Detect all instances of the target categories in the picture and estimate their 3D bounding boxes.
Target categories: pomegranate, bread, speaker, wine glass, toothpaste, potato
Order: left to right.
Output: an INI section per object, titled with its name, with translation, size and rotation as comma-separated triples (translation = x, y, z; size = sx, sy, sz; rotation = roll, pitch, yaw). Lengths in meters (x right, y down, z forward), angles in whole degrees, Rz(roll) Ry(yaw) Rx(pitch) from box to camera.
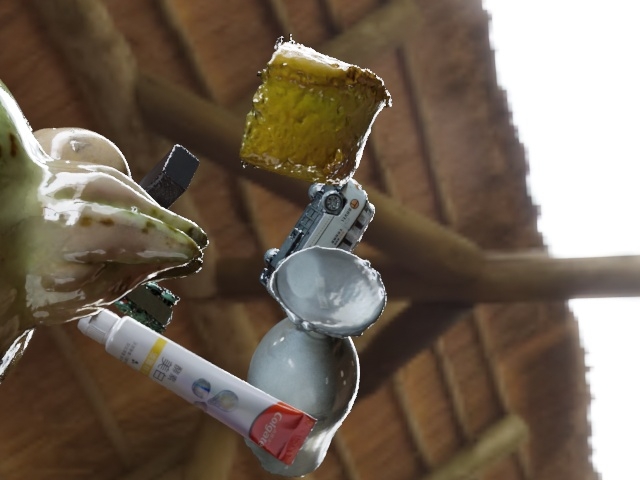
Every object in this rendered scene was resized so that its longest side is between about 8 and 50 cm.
[pomegranate]
translation = -0.217, 0.005, 0.855
size = 0.204, 0.276, 0.222
rotation = -49, -28, -44
[potato]
translation = -0.247, -0.055, 1.491
size = 0.147, 0.112, 0.112
rotation = 50, -160, 3
[speaker]
translation = -0.265, -0.045, 2.128
size = 0.044, 0.218, 0.082
rotation = 39, -147, -16
[toothpaste]
translation = -0.095, 0.104, 1.097
size = 0.048, 0.190, 0.031
rotation = -61, -2, 24
[wine glass]
translation = -0.013, 0.112, 1.272
size = 0.103, 0.103, 0.222
rotation = -73, -1, -46
[bread]
translation = -0.003, -0.138, 1.677
size = 0.260, 0.147, 0.160
rotation = 77, -147, -87

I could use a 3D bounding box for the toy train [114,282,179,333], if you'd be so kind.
[toy train]
translation = -0.180, 0.054, 1.388
size = 0.103, 0.064, 0.044
rotation = 46, -119, -56

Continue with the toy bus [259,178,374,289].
[toy bus]
translation = 0.000, 0.000, 2.016
size = 0.194, 0.089, 0.087
rotation = -57, 20, 1
